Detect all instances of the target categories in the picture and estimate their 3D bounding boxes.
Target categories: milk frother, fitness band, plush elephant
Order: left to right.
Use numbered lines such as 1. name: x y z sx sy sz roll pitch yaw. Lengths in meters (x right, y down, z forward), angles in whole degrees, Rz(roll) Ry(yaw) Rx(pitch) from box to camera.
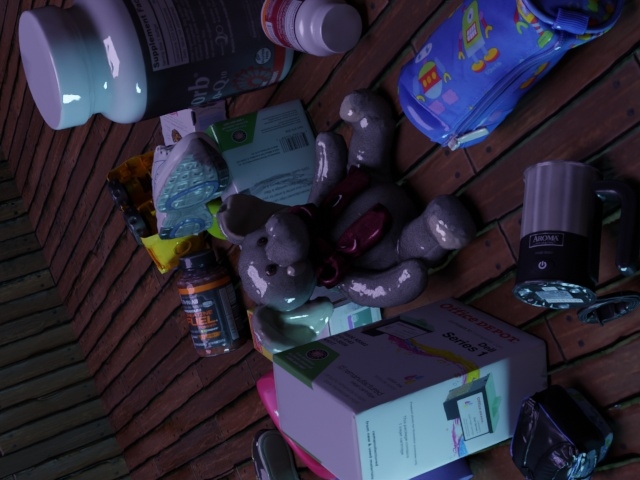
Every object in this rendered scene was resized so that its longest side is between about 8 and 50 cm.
1. fitness band: -0.023 0.306 1.935 0.209 0.054 0.291 56 162 1
2. plush elephant: 0.000 0.000 1.515 0.271 0.255 0.330 60 152 22
3. milk frother: 0.270 0.008 1.181 0.143 0.129 0.134 60 -143 -65

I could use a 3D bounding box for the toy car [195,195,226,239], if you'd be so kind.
1. toy car: -0.152 -0.089 1.920 0.136 0.159 0.182 -85 0 -48

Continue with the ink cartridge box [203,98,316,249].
1. ink cartridge box: -0.072 -0.089 1.720 0.208 0.153 0.087 70 157 5

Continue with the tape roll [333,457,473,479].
1. tape roll: 0.113 0.337 1.599 0.080 0.189 0.189 63 154 17

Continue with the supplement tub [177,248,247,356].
1. supplement tub: -0.215 0.118 2.199 0.106 0.106 0.197 1 108 63

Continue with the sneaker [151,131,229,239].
1. sneaker: -0.214 -0.099 1.709 0.297 0.111 0.129 128 126 -66

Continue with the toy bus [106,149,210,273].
1. toy bus: -0.311 -0.041 2.270 0.220 0.149 0.211 53 165 37

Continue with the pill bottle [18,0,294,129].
1. pill bottle: -0.239 -0.289 1.668 0.210 0.363 0.210 44 144 45

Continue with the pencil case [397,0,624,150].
1. pencil case: 0.184 -0.196 1.170 0.306 0.119 0.133 136 136 -63

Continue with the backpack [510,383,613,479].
1. backpack: 0.280 0.236 1.319 0.105 0.084 0.114 50 143 38

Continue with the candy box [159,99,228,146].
1. candy box: -0.222 -0.171 2.057 0.165 0.070 0.196 32 135 54

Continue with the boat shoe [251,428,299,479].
1. boat shoe: -0.081 0.478 2.217 0.069 0.081 0.227 171 88 -67

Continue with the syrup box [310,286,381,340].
1. syrup box: -0.003 0.097 1.775 0.237 0.096 0.093 28 133 55

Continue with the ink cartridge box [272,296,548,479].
1. ink cartridge box: 0.112 0.181 1.396 0.201 0.278 0.117 26 126 56

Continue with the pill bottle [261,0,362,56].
1. pill bottle: -0.010 -0.295 1.533 0.152 0.086 0.086 28 132 54

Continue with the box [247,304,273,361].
1. box: -0.044 0.182 1.956 0.232 0.058 0.087 31 135 54
